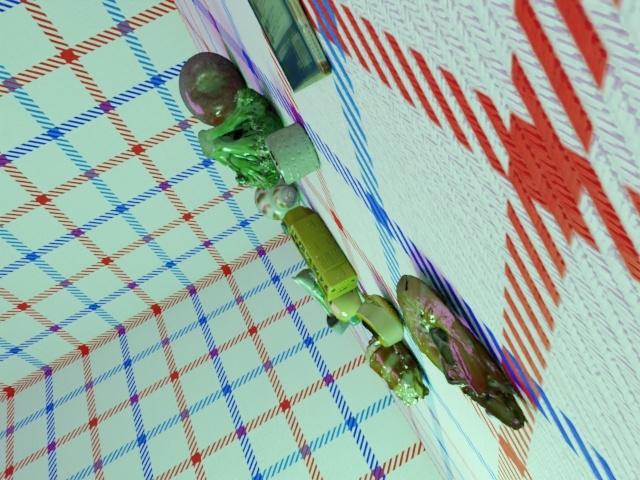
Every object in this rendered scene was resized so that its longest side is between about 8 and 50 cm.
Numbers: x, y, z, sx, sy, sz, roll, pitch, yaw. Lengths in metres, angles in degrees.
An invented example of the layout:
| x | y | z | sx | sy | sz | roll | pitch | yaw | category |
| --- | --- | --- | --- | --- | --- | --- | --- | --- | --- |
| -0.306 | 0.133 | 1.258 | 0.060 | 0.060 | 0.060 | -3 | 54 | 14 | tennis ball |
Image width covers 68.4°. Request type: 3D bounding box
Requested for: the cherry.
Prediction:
| x | y | z | sx | sy | sz | roll | pitch | yaw | category |
| --- | --- | --- | --- | --- | --- | --- | --- | --- | --- |
| -0.343 | -0.477 | 1.515 | 0.239 | 0.206 | 0.239 | 47 | 172 | 9 | cherry |

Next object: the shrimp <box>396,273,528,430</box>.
| x | y | z | sx | sy | sz | roll | pitch | yaw | category |
| --- | --- | --- | --- | --- | --- | --- | --- | --- | --- |
| 0.185 | 0.145 | 0.653 | 0.267 | 0.061 | 0.145 | -122 | 14 | -44 | shrimp |

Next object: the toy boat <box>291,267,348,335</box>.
| x | y | z | sx | sy | sz | roll | pitch | yaw | category |
| --- | --- | --- | --- | --- | --- | --- | --- | --- | --- |
| 0.040 | 0.215 | 1.907 | 0.293 | 0.111 | 0.276 | 59 | -155 | -2 | toy boat |

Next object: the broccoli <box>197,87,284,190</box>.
| x | y | z | sx | sy | sz | roll | pitch | yaw | category |
| --- | --- | --- | --- | --- | --- | --- | --- | --- | --- |
| -0.193 | -0.258 | 1.248 | 0.269 | 0.241 | 0.261 | 0 | 103 | 51 | broccoli |

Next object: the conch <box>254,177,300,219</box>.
| x | y | z | sx | sy | sz | roll | pitch | yaw | category |
| --- | --- | --- | --- | --- | --- | --- | --- | --- | --- |
| -0.150 | -0.155 | 1.734 | 0.275 | 0.182 | 0.149 | -139 | 51 | -58 | conch |

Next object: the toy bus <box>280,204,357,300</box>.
| x | y | z | sx | sy | sz | roll | pitch | yaw | category |
| --- | --- | --- | --- | --- | --- | --- | --- | --- | --- |
| -0.009 | 0.024 | 1.526 | 0.335 | 0.121 | 0.123 | 58 | 165 | 23 | toy bus |

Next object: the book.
| x | y | z | sx | sy | sz | roll | pitch | yaw | category |
| --- | --- | --- | --- | --- | --- | --- | --- | --- | --- |
| -0.086 | -0.368 | 0.659 | 0.322 | 0.018 | 0.228 | 62 | 173 | -17 | book |

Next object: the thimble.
| x | y | z | sx | sy | sz | roll | pitch | yaw | category |
| --- | --- | --- | --- | --- | --- | --- | --- | --- | --- |
| -0.063 | -0.188 | 1.025 | 0.115 | 0.090 | 0.102 | 63 | 174 | -13 | thimble |

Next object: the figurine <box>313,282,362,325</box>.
| x | y | z | sx | sy | sz | roll | pitch | yaw | category |
| --- | --- | --- | --- | --- | --- | --- | --- | --- | --- |
| 0.076 | 0.199 | 1.695 | 0.222 | 0.124 | 0.324 | 58 | 178 | -10 | figurine |

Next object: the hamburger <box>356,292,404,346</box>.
| x | y | z | sx | sy | sz | roll | pitch | yaw | category |
| --- | --- | --- | --- | --- | --- | --- | --- | --- | --- |
| 0.144 | 0.184 | 1.129 | 0.141 | 0.081 | 0.126 | 42 | 167 | 36 | hamburger |

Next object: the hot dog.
| x | y | z | sx | sy | sz | roll | pitch | yaw | category |
| --- | --- | --- | --- | --- | --- | --- | --- | --- | --- |
| 0.209 | 0.335 | 1.265 | 0.213 | 0.103 | 0.146 | 49 | 150 | 18 | hot dog |
